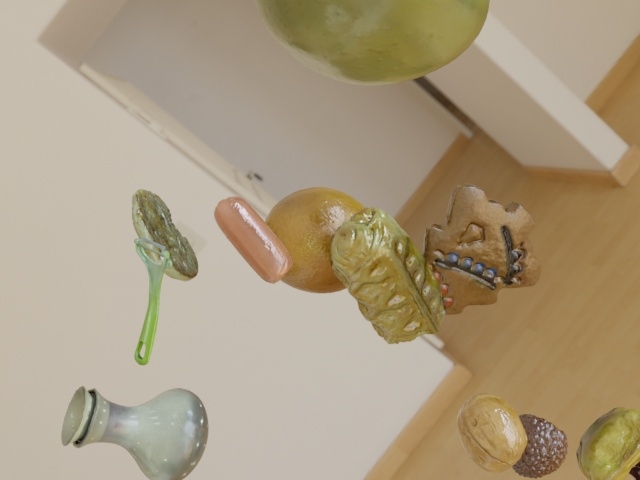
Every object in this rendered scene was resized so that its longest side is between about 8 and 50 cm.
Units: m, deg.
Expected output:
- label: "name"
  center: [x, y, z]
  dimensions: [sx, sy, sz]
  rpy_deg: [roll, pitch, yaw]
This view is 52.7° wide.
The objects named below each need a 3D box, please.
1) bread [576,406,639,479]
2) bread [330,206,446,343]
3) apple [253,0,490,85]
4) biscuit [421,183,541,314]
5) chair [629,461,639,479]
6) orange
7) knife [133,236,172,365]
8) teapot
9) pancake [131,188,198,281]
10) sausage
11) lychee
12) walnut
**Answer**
- label: "bread"
  center: [0.504, 0.354, 1.105]
  dimensions: [0.161, 0.233, 0.088]
  rpy_deg: [-43, 56, 0]
- label: "bread"
  center: [0.115, 0.060, 1.134]
  dimensions: [0.130, 0.268, 0.152]
  rpy_deg: [6, 52, 43]
- label: "apple"
  center: [0.070, -0.401, 0.916]
  dimensions: [0.357, 0.357, 0.357]
  rpy_deg: [-48, 14, 16]
- label: "biscuit"
  center: [0.289, 0.048, 1.261]
  dimensions: [0.301, 0.278, 0.043]
  rpy_deg: [-45, 23, 12]
- label: "chair"
  center: [0.836, 0.551, 1.506]
  dimensions: [0.175, 0.326, 0.183]
  rpy_deg: [-100, 27, -44]
- label: "orange"
  center: [0.000, 0.000, 1.312]
  dimensions: [0.236, 0.236, 0.236]
  rpy_deg: [-48, 14, 16]
- label: "knife"
  center: [-0.218, 0.082, 0.831]
  dimensions: [0.078, 0.022, 0.166]
  rpy_deg: [20, 108, 43]
- label: "teapot"
  center: [-0.347, 0.355, 1.219]
  dimensions: [0.183, 0.251, 0.183]
  rpy_deg: [-35, 43, 42]
- label: "pancake"
  center: [-0.364, -0.010, 1.498]
  dimensions: [0.037, 0.253, 0.253]
  rpy_deg: [-27, 18, 8]
- label: "sausage"
  center: [-0.056, -0.001, 0.543]
  dimensions: [0.034, 0.083, 0.034]
  rpy_deg: [-39, -4, -4]
- label: "lychee"
  center: [0.629, 0.610, 1.898]
  dimensions: [0.188, 0.188, 0.188]
  rpy_deg: [-48, 14, 16]
- label: "walnut"
  center: [0.436, 0.489, 1.657]
  dimensions: [0.165, 0.165, 0.197]
  rpy_deg: [-45, 48, 26]
